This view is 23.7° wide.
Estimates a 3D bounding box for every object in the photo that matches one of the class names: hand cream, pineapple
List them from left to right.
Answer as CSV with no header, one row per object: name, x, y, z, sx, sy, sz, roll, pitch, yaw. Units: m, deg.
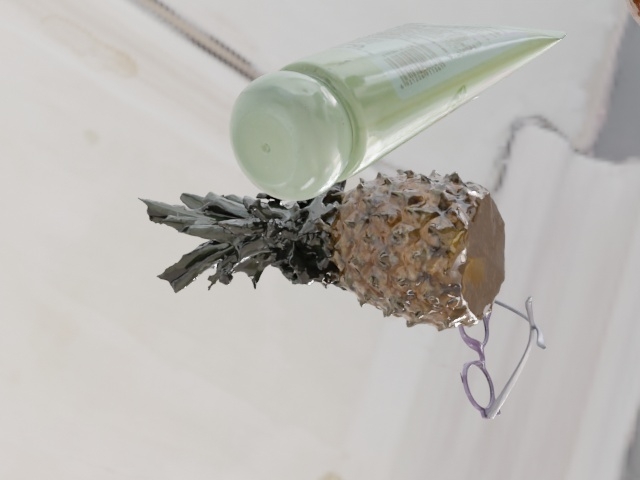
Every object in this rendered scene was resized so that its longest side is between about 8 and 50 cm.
pineapple,0.002,-0.002,1.520,0.165,0.364,0.166,-14,-73,-58
hand cream,0.052,-0.122,1.158,0.306,0.147,0.093,-33,-57,-45

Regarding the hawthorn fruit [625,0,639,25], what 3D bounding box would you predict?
hawthorn fruit,0.362,-0.232,1.157,0.210,0.210,0.262,15,-68,-40

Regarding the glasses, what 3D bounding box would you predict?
glasses,0.200,0.106,1.582,0.062,0.103,0.140,24,-127,-44
